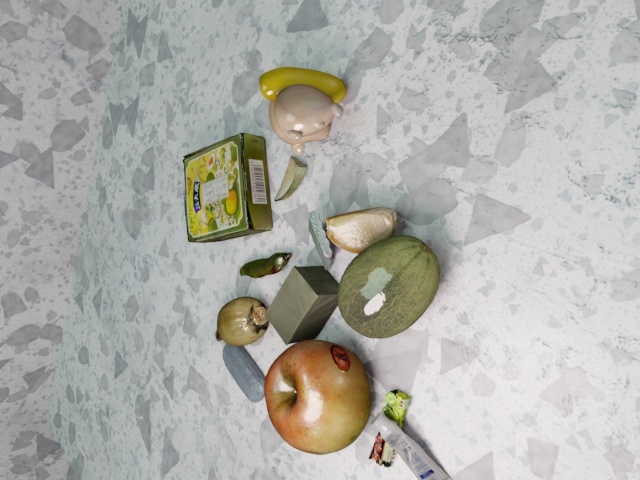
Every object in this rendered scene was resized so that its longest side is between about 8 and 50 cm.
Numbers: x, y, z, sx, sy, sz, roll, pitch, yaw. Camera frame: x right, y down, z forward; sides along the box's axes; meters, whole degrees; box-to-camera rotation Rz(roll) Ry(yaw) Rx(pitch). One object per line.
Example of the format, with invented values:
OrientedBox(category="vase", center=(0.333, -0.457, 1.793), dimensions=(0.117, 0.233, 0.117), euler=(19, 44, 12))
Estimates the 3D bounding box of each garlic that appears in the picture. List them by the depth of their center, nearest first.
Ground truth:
OrientedBox(category="garlic", center=(0.136, -0.042, 1.515), dimensions=(0.245, 0.164, 0.145), euler=(-12, 64, 36))

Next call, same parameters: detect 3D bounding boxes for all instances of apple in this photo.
OrientedBox(category="apple", center=(0.007, 0.476, 1.543), dimensions=(0.338, 0.305, 0.338), euler=(-20, 63, 47))

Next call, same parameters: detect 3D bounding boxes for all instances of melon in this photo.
OrientedBox(category="melon", center=(0.190, 0.129, 1.409), dimensions=(0.329, 0.249, 0.248), euler=(-49, 59, 24))
OrientedBox(category="melon", center=(-0.117, -0.210, 1.824), dimensions=(0.098, 0.054, 0.182), euler=(41, 115, 42))

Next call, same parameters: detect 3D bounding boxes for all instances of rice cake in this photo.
OrientedBox(category="rice cake", center=(0.000, 0.000, 1.648), dimensions=(0.198, 0.037, 0.189), euler=(86, 163, -69))

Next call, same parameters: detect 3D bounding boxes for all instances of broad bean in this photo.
OrientedBox(category="broad bean", center=(-0.212, 0.100, 1.899), dimensions=(0.339, 0.061, 0.077), euler=(-18, 70, 40))

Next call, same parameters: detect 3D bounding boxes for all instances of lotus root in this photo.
OrientedBox(category="lotus root", center=(-0.322, 0.323, 1.935), dimensions=(0.310, 0.183, 0.182), euler=(-29, 70, 45))

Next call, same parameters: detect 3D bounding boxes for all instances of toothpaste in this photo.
OrientedBox(category="toothpaste", center=(0.256, 0.611, 1.440), dimensions=(0.266, 0.061, 0.096), euler=(46, 120, 8))

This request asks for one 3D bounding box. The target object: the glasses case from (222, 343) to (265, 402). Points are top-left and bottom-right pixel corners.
OrientedBox(category="glasses case", center=(-0.303, 0.515, 1.975), dimensions=(0.282, 0.067, 0.109), euler=(46, 116, 35))

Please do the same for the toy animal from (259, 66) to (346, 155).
OrientedBox(category="toy animal", center=(-0.044, -0.416, 1.666), dimensions=(0.246, 0.278, 0.345), euler=(96, 152, -45))

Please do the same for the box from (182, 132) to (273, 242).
OrientedBox(category="box", center=(-0.384, -0.197, 2.008), dimensions=(0.420, 0.138, 0.373), euler=(-10, 84, 43))

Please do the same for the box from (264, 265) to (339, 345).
OrientedBox(category="box", center=(-0.055, 0.214, 1.694), dimensions=(0.155, 0.149, 0.231), euler=(48, 119, 32))

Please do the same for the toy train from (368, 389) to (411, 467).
OrientedBox(category="toy train", center=(0.210, 0.574, 1.512), dimensions=(0.085, 0.053, 0.249), euler=(20, 104, 35))
